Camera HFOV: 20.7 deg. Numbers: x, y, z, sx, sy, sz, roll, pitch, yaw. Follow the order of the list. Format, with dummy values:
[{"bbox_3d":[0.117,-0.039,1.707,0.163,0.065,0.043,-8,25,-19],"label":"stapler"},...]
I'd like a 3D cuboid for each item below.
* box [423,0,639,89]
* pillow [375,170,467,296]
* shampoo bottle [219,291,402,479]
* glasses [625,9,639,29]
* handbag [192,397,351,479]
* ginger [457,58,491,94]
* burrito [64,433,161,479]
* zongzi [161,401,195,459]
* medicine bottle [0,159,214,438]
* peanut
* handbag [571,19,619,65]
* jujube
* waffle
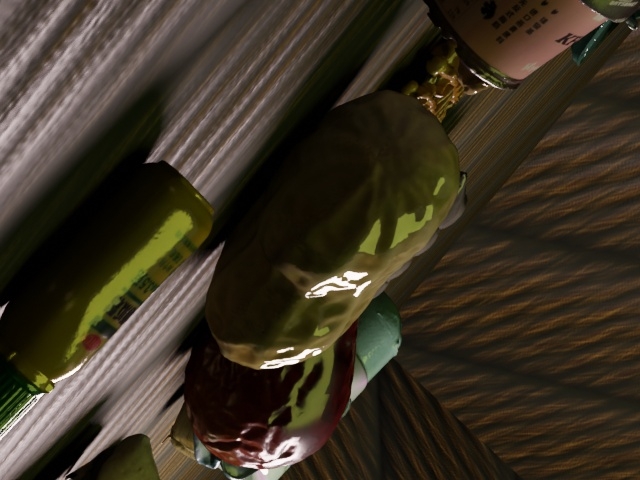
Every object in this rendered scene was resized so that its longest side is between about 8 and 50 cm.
[{"bbox_3d":[0.160,-0.205,1.375,0.135,0.151,0.151,-40,177,25],"label":"box"},{"bbox_3d":[0.098,-0.018,2.290,0.228,0.101,0.326,-44,172,2],"label":"pillow"},{"bbox_3d":[-0.020,0.198,2.561,0.349,0.151,0.222,-44,167,-22],"label":"shampoo bottle"},{"bbox_3d":[0.445,-0.308,2.032,0.220,0.088,0.190,-45,173,-50],"label":"glasses"},{"bbox_3d":[-0.060,0.172,2.126,0.229,0.062,0.179,-28,126,-42],"label":"handbag"},{"bbox_3d":[0.206,-0.246,1.540,0.270,0.123,0.219,-38,178,26],"label":"ginger"},{"bbox_3d":[-0.282,0.345,1.784,0.332,0.135,0.190,-43,178,-29],"label":"burrito"},{"bbox_3d":[-0.095,0.175,2.192,0.194,0.099,0.197,-44,167,-50],"label":"zongzi"},{"bbox_3d":[-0.174,0.058,1.118,0.260,0.064,0.095,-46,173,-4],"label":"medicine bottle"},{"bbox_3d":[0.000,0.000,1.554,0.313,0.152,0.152,-48,174,37],"label":"peanut"},{"bbox_3d":[0.393,-0.368,2.139,0.238,0.089,0.326,-48,174,-27],"label":"handbag"},{"bbox_3d":[-0.046,0.129,1.921,0.190,0.190,0.255,-34,149,-63],"label":"jujube"},{"bbox_3d":[0.086,-0.120,1.789,0.228,0.051,0.232,-39,169,-48],"label":"waffle"}]
